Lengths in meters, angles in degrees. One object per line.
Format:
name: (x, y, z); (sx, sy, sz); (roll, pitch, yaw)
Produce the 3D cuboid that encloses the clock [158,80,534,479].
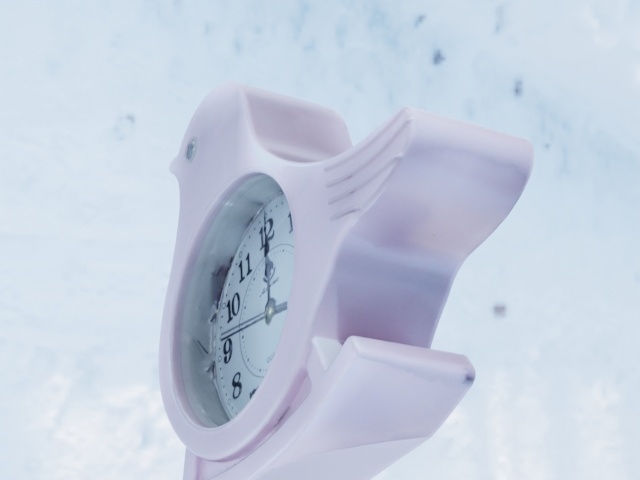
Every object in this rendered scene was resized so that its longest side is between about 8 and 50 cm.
clock: (0.000, 0.000, 0.774); (0.080, 0.290, 0.275); (14, 56, -29)
